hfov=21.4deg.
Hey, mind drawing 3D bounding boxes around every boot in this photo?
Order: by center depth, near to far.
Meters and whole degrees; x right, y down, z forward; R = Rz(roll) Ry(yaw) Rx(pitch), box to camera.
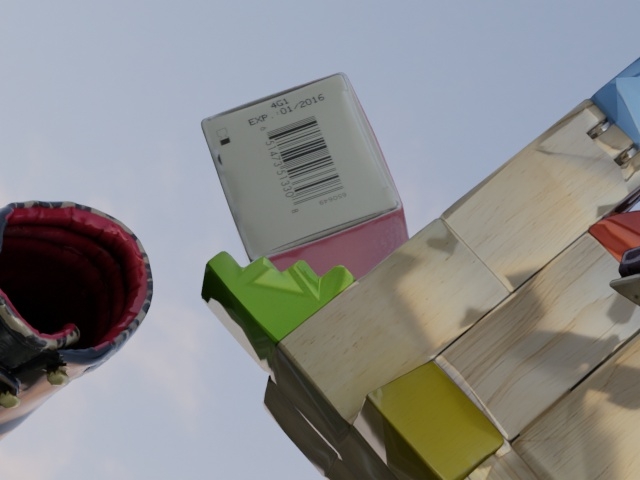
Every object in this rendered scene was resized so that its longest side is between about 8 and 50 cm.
[{"bbox_3d":[-0.283,0.112,1.083,0.284,0.377,0.138,-37,-96,25],"label":"boot"}]

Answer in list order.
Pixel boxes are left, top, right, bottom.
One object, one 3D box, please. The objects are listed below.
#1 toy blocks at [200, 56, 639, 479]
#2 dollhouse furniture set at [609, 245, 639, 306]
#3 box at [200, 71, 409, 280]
[{"bbox_3d":[0.167,0.089,0.768,0.381,0.261,0.191,48,-19,12],"label":"toy blocks"},{"bbox_3d":[0.153,-0.045,0.671,0.091,0.114,0.081,-19,-56,43],"label":"dollhouse furniture set"},{"bbox_3d":[0.000,0.000,1.388,0.232,0.127,0.148,74,-5,-57],"label":"box"}]
